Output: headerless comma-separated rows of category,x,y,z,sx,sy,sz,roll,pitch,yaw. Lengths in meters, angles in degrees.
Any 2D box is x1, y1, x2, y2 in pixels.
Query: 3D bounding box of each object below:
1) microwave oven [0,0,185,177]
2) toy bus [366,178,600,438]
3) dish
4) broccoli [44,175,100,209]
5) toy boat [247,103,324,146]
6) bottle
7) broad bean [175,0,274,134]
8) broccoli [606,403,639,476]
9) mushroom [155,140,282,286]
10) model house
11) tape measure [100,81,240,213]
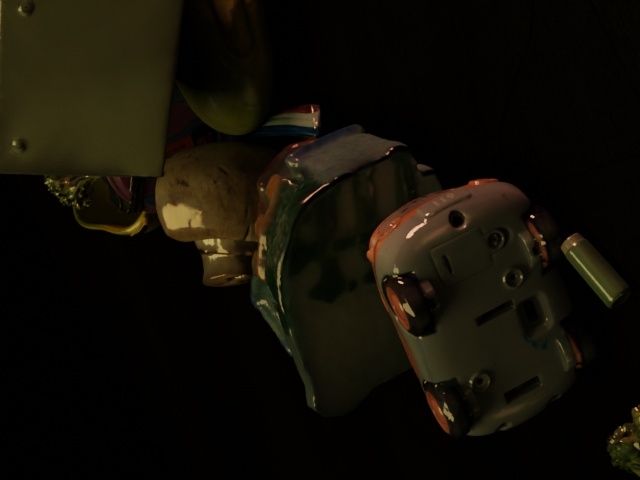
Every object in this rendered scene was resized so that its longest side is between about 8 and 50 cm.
microwave oven,-0.324,-0.310,1.862,0.394,0.247,0.333,-110,27,-55
toy bus,0.164,0.064,1.607,0.288,0.194,0.232,67,172,-21
dish,-0.328,-0.101,2.631,0.108,0.221,0.262,23,180,-43
broccoli,-0.350,-0.142,2.475,0.361,0.252,0.221,46,173,38
toy boat,-0.041,-0.153,1.963,0.229,0.080,0.046,175,101,-71
bottle,0.280,0.030,1.474,0.083,0.030,0.030,52,159,24
broad bean,-0.140,-0.271,1.943,0.238,0.119,0.291,52,158,31
broccoli,0.375,0.264,1.308,0.288,0.235,0.260,47,-178,23
mushroom,-0.099,-0.040,2.030,0.189,0.253,0.195,-9,81,31
model house,0.000,0.000,1.837,0.329,0.251,0.295,38,152,59
tape measure,-0.247,-0.170,2.189,0.149,0.231,0.245,34,147,55
